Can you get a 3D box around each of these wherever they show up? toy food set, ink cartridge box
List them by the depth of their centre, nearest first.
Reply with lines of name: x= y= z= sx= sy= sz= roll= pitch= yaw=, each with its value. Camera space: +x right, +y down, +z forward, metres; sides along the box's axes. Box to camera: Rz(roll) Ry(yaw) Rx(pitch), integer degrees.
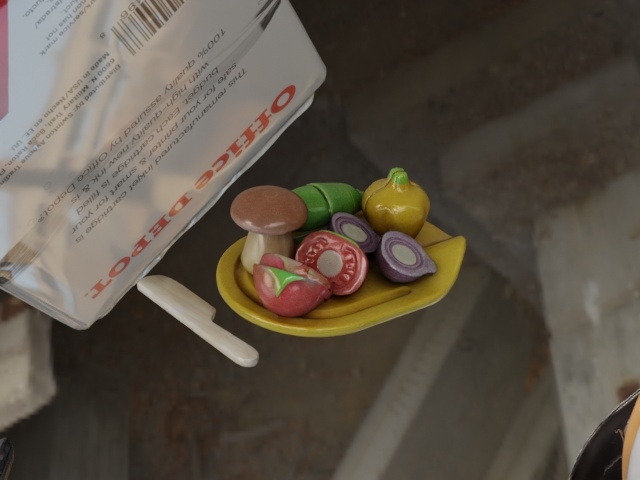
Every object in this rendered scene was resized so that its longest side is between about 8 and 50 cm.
ink cartridge box: x=-0.126 y=-0.088 z=0.688 sx=0.197 sy=0.114 sz=0.273 roll=-46 pitch=159 yaw=-3
toy food set: x=0.000 y=0.000 z=0.995 sx=0.218 sy=0.128 sz=0.071 roll=-19 pitch=129 yaw=-31

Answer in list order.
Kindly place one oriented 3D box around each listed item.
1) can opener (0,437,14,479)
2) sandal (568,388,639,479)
can opener: x=-0.205 y=0.179 z=0.740 sx=0.059 sy=0.186 sz=0.073 roll=32 pitch=157 yaw=-9
sandal: x=0.125 y=0.072 z=0.497 sx=0.102 sy=0.076 sz=0.265 roll=-49 pitch=147 yaw=-11
